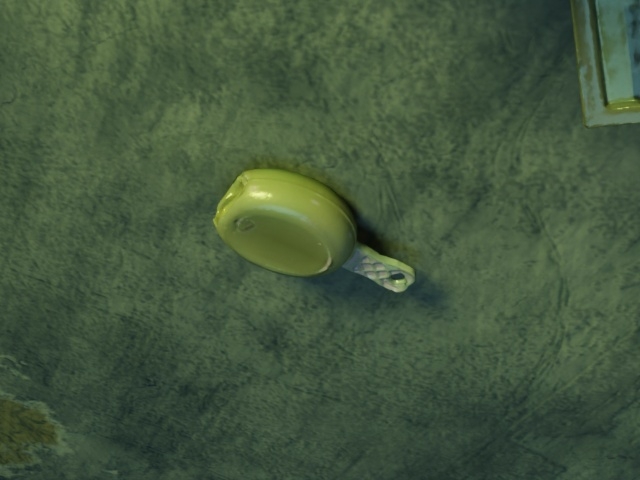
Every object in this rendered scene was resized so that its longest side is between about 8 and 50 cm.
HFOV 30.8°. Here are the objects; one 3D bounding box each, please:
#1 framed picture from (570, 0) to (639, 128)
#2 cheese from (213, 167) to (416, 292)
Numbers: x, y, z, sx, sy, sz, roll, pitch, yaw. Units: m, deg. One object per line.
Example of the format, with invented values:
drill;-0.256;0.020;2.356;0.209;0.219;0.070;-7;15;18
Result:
framed picture;0.275;-0.235;0.786;0.232;0.024;0.315;-4;113;24
cheese;0.000;0.000;1.261;0.227;0.064;0.137;25;144;-14
